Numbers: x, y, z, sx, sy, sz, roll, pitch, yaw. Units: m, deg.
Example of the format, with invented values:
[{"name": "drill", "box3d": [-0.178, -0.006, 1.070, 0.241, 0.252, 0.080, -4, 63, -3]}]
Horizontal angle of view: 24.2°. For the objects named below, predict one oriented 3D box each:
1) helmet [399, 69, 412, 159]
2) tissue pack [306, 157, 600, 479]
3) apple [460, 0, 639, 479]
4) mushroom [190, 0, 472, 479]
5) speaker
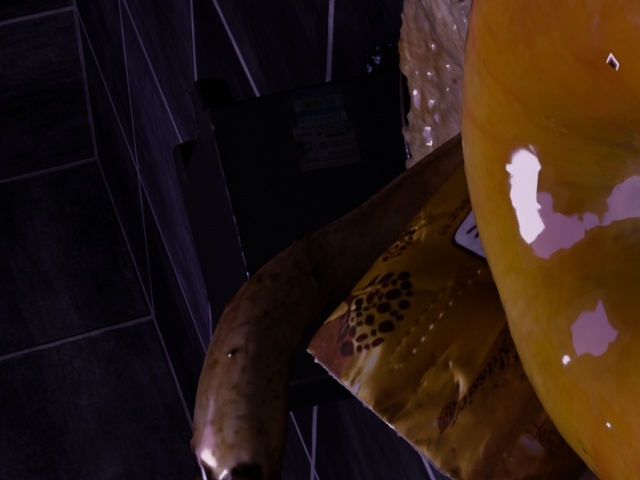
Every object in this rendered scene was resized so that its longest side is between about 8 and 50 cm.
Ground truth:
[{"name": "helmet", "box3d": [0.095, -0.079, 1.000, 0.089, 0.057, 0.111, -21, -77, -61]}, {"name": "tissue pack", "box3d": [0.117, 0.009, 0.642, 0.092, 0.226, 0.183, 40, 178, -27]}, {"name": "apple", "box3d": [0.167, -0.029, 0.379, 0.286, 0.233, 0.286, 165, 90, -76]}, {"name": "mushroom", "box3d": [0.052, -0.016, 0.807, 0.208, 0.302, 0.233, -12, 109, 44]}, {"name": "speaker", "box3d": [0.000, 0.000, 1.223, 0.232, 0.184, 0.254, 127, 130, -73]}]
